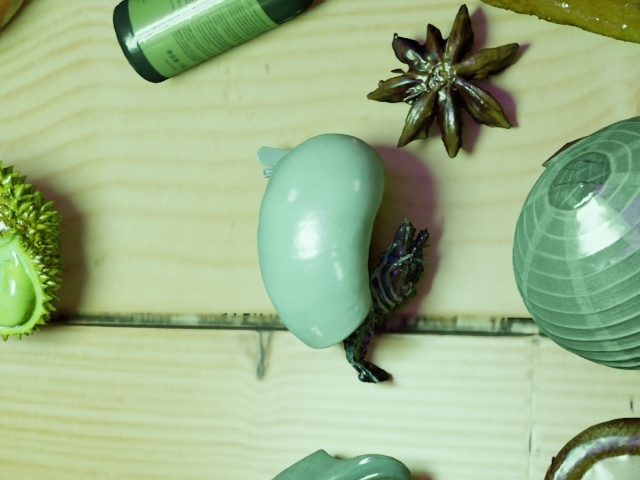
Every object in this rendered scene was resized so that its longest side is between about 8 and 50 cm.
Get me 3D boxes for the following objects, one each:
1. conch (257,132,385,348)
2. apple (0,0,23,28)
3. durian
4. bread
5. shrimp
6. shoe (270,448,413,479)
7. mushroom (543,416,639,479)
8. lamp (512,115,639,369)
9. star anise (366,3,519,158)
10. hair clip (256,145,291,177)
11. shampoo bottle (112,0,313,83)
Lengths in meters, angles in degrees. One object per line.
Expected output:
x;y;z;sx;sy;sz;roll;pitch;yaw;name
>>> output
-0.005;-0.002;1.760;0.121;0.185;0.221;8;67;-5;conch
-0.441;-0.330;1.969;0.241;0.242;0.242;-38;68;10;apple
-0.395;0.007;1.896;0.237;0.176;0.200;3;116;-4;durian
0.279;-0.273;1.730;0.344;0.084;0.124;18;131;25;bread
0.058;0.057;1.765;0.076;0.082;0.174;22;96;20;shrimp
0.007;0.253;1.761;0.195;0.079;0.078;-23;36;25;shoe
0.316;0.264;1.593;0.194;0.138;0.231;-39;78;-3;mushroom
0.299;-0.004;1.586;0.265;0.233;0.233;-12;74;39;lamp
0.129;-0.163;1.790;0.168;0.057;0.168;-5;78;23;star anise
-0.014;-0.088;1.847;0.115;0.039;0.030;-5;84;20;hair clip
-0.083;-0.270;1.877;0.284;0.101;0.101;-24;71;17;shampoo bottle
